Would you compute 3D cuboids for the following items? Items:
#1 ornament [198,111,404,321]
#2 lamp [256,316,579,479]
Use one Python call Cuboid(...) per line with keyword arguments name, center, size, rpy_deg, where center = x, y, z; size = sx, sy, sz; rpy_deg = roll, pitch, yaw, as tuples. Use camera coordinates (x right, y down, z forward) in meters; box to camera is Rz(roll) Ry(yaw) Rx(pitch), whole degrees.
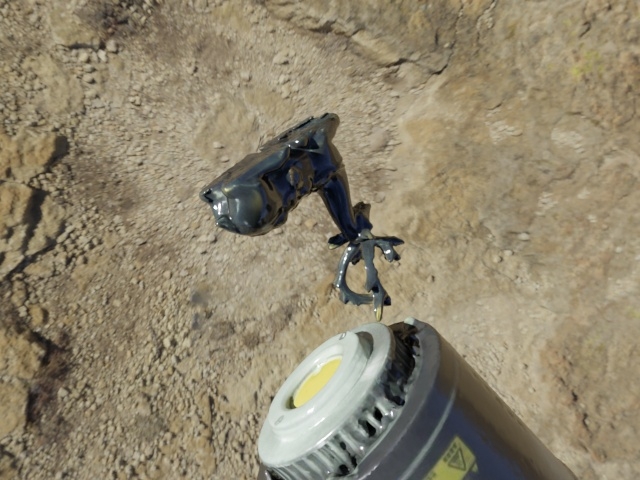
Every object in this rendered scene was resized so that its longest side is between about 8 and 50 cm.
Cuboid(name="ornament", center=(0.000, 0.000, 0.652), size=(0.202, 0.080, 0.236), rpy_deg=(-42, 113, -36))
Cuboid(name="lamp", center=(0.083, 0.205, 0.490), size=(0.205, 0.374, 0.272), rpy_deg=(-45, 120, -5))
